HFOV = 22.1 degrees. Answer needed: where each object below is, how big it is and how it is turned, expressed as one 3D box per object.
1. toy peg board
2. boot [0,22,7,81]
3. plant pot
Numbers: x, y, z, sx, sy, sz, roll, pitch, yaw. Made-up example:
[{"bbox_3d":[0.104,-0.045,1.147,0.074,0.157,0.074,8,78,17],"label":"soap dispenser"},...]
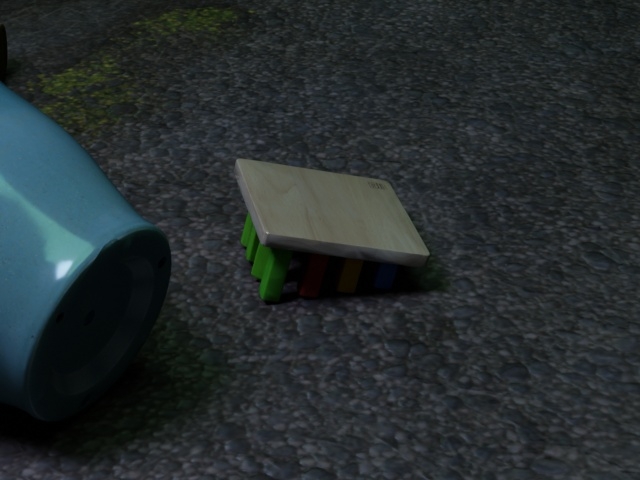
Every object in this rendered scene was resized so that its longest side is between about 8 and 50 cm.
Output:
[{"bbox_3d":[0.000,0.000,1.566,0.160,0.079,0.161,8,26,-17],"label":"toy peg board"},{"bbox_3d":[-0.470,-0.202,1.933,0.165,0.077,0.213,3,31,11],"label":"boot"},{"bbox_3d":[-0.273,0.010,1.358,0.255,0.271,0.271,29,38,21],"label":"plant pot"}]
